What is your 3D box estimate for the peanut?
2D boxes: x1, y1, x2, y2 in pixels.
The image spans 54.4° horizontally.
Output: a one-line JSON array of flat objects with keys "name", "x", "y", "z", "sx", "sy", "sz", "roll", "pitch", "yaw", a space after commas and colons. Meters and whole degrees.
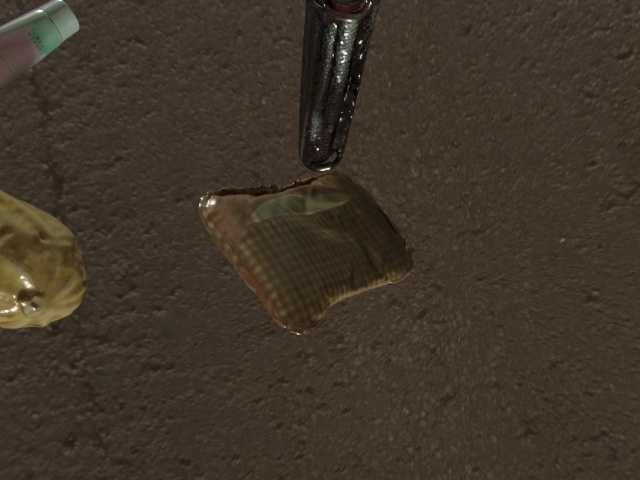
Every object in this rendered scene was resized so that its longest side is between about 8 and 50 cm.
[{"name": "peanut", "x": -0.394, "y": -0.012, "z": 0.646, "sx": 0.140, "sy": 0.325, "sz": 0.153, "roll": -37, "pitch": 41, "yaw": 15}]

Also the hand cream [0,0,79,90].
[{"name": "hand cream", "x": -0.379, "y": -0.233, "z": 0.766, "sx": 0.047, "sy": 0.076, "sz": 0.174, "roll": 27, "pitch": 60, "yaw": 32}]

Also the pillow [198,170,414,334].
[{"name": "pillow", "x": -0.001, "y": -0.002, "z": 0.535, "sx": 0.135, "sy": 0.211, "sz": 0.034, "roll": 50, "pitch": 125, "yaw": 14}]

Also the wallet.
[{"name": "wallet", "x": 0.014, "y": -0.241, "z": 0.673, "sx": 0.071, "sy": 0.221, "sz": 0.262, "roll": 1, "pitch": 59, "yaw": -3}]
